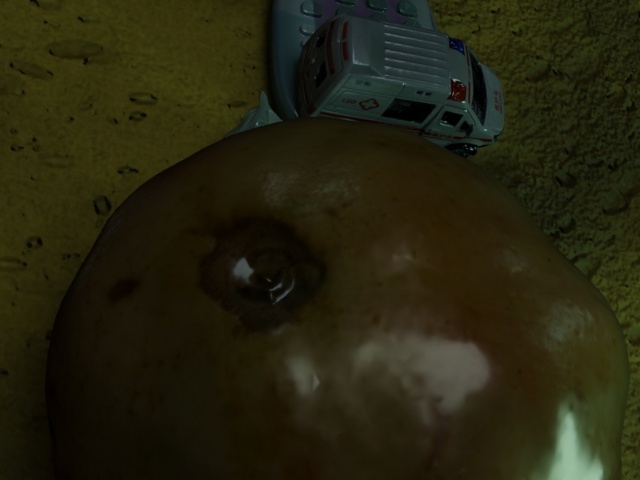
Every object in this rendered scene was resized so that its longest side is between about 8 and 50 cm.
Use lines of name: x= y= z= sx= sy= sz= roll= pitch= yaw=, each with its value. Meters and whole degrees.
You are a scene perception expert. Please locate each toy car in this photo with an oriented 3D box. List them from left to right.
toy car: x=0.087 y=-0.142 z=1.085 sx=0.210 sy=0.108 sz=0.089 roll=9 pitch=67 yaw=-22

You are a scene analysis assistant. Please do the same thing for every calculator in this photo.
calculator: x=0.037 y=-0.167 z=1.161 sx=0.186 sy=0.041 sz=0.298 roll=5 pitch=67 yaw=-23

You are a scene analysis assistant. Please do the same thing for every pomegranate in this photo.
pomegranate: x=0.004 y=0.113 z=0.851 sx=0.412 sy=0.411 sz=0.411 roll=9 pitch=65 yaw=-21

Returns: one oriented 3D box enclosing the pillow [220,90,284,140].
pillow: x=0.000 y=0.001 z=1.052 sx=0.254 sy=0.078 sz=0.144 roll=38 pitch=81 yaw=-7
